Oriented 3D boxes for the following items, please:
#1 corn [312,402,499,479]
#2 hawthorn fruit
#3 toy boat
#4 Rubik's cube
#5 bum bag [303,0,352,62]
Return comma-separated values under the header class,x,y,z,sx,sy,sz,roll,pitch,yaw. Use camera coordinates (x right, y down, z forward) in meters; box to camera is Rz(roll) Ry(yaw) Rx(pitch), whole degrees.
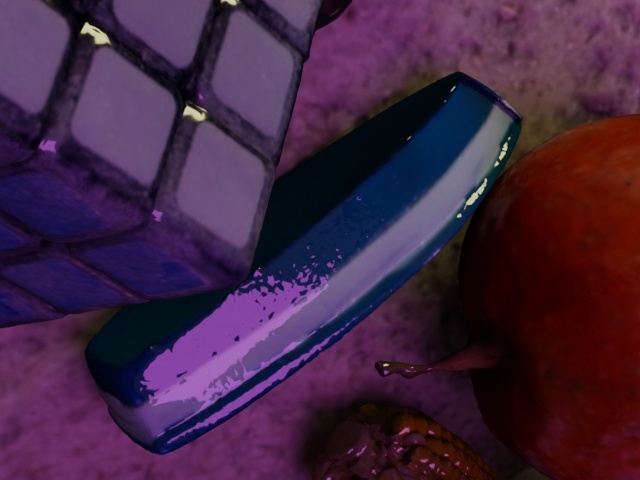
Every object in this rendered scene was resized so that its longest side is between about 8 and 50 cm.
class,x,y,z,sx,sy,sz,roll,pitch,yaw
corn,0.102,0.207,0.939,0.097,0.097,0.320,-48,128,-8
hawthorn fruit,0.162,0.047,0.829,0.272,0.242,0.242,-11,115,-21
toy boat,0.000,0.000,0.790,0.299,0.096,0.062,-39,115,-18
Rubik's cube,-0.152,-0.119,0.506,0.237,0.237,0.238,36,57,-37
bum bag,0.041,-0.186,0.757,0.232,0.060,0.107,-38,134,-12
